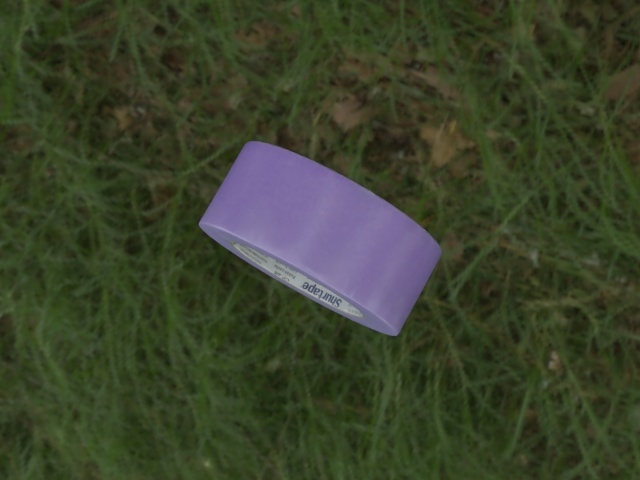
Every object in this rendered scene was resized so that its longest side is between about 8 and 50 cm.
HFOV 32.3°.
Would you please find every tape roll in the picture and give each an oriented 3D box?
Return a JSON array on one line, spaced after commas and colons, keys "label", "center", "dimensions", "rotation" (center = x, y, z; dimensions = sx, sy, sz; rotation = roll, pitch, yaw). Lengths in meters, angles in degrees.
[{"label": "tape roll", "center": [0.000, 0.000, 0.913], "dimensions": [0.189, 0.080, 0.189], "rotation": [29, 173, 4]}]
